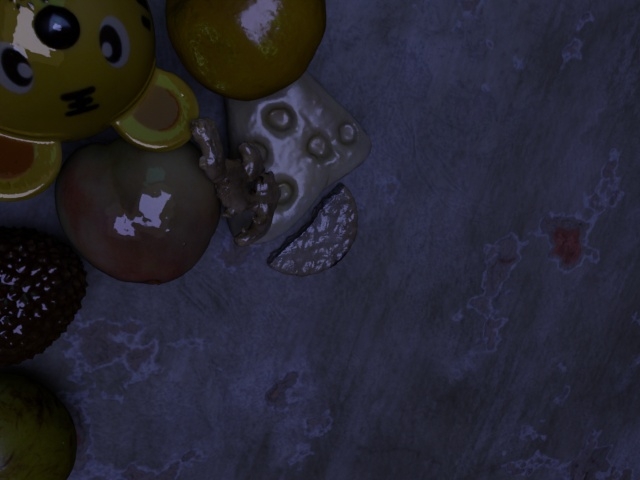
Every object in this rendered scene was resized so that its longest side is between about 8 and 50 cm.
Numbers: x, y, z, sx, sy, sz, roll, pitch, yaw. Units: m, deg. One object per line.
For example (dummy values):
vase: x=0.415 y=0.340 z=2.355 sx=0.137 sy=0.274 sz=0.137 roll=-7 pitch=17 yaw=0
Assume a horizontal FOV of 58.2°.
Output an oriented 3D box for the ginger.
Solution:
ginger: x=-0.150 y=-0.122 z=1.031 sx=0.149 sy=0.065 sz=0.258 roll=-56 pitch=134 yaw=-37

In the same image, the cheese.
cheese: x=-0.114 y=-0.200 z=1.161 sx=0.351 sy=0.129 sz=0.328 roll=-42 pitch=110 yaw=-4

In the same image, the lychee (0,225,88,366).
lychee: x=-0.554 y=0.090 z=1.019 sx=0.268 sy=0.267 sz=0.267 roll=-6 pitch=108 yaw=-18

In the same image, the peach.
peach: x=-0.325 y=-0.061 z=1.057 sx=0.293 sy=0.247 sz=0.291 roll=4 pitch=77 yaw=-20

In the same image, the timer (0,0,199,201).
timer: x=-0.410 y=-0.282 z=0.890 sx=0.377 sy=0.376 sz=0.386 roll=-23 pitch=90 yaw=-12

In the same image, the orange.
orange: x=-0.128 y=-0.376 z=0.956 sx=0.235 sy=0.279 sz=0.279 roll=29 pitch=95 yaw=-48

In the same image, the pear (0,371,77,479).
pear: x=-0.612 y=0.388 z=1.096 sx=0.284 sy=0.283 sz=0.283 roll=-6 pitch=108 yaw=-18

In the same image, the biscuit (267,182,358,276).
biscuit: x=0.004 y=-0.001 z=1.314 sx=0.250 sy=0.032 sz=0.133 roll=-47 pitch=115 yaw=-1
